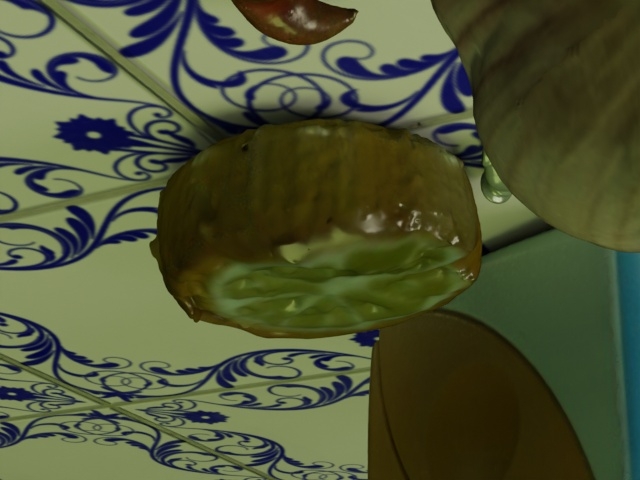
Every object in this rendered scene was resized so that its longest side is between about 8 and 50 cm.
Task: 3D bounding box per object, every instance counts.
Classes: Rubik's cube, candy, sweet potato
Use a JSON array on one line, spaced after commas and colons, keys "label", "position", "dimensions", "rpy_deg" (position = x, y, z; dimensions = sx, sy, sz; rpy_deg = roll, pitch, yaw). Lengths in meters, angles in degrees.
[{"label": "Rubik's cube", "position": [0.268, 0.204, 1.184], "dimensions": [0.351, 0.347, 0.352], "rpy_deg": [15, 152, -28]}, {"label": "candy", "position": [0.000, 0.000, 1.030], "dimensions": [0.260, 0.118, 0.260], "rpy_deg": [-1, 158, 0]}, {"label": "sweet potato", "position": [-0.049, -0.162, 0.741], "dimensions": [0.055, 0.058, 0.202], "rpy_deg": [-32, 143, 19]}]

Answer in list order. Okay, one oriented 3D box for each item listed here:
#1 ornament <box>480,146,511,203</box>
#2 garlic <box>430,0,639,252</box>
[{"label": "ornament", "position": [0.154, -0.055, 0.989], "dimensions": [0.068, 0.041, 0.092], "rpy_deg": [6, 166, 4]}, {"label": "garlic", "position": [0.188, -0.133, 0.505], "dimensions": [0.322, 0.322, 0.241], "rpy_deg": [-4, 158, 13]}]
